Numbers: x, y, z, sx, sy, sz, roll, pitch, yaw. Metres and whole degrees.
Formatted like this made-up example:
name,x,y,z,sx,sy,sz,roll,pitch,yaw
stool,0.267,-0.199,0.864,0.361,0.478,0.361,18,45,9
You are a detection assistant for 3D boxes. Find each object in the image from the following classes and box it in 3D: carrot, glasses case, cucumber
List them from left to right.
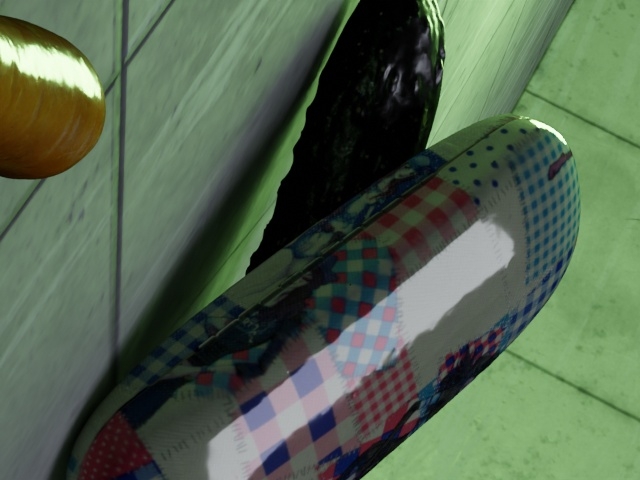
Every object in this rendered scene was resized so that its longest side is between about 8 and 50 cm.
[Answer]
name,x,y,z,sx,sy,sz,roll,pitch,yaw
carrot,-0.081,-0.038,0.313,0.037,0.037,0.190,-62,172,0
cucumber,0.000,0.000,0.878,0.303,0.081,0.072,-64,174,18
glasses case,0.013,0.053,0.807,0.327,0.076,0.125,-37,136,-24
